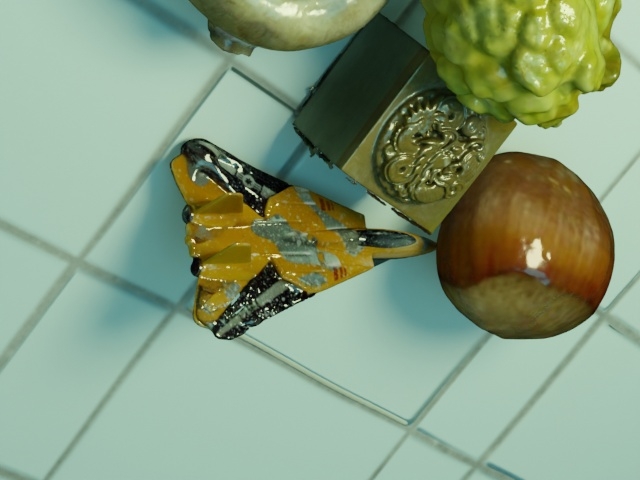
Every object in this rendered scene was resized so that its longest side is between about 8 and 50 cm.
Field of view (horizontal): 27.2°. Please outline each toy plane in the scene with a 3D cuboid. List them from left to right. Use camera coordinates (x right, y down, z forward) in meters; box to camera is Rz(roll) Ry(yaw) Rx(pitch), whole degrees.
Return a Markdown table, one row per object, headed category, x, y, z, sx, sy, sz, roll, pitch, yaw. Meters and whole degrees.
| category | x | y | z | sx | sy | sz | roll | pitch | yaw |
| --- | --- | --- | --- | --- | --- | --- | --- | --- | --- |
| toy plane | -0.008 | 0.004 | 1.357 | 0.316 | 0.204 | 0.103 | 6 | 158 | -45 |

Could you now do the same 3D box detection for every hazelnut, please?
| category | x | y | z | sx | sy | sz | roll | pitch | yaw |
| --- | --- | --- | --- | --- | --- | --- | --- | --- | --- |
| hazelnut | 0.223 | 0.006 | 1.422 | 0.214 | 0.176 | 0.214 | -7 | 99 | -46 |

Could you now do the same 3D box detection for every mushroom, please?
| category | x | y | z | sx | sy | sz | roll | pitch | yaw |
| --- | --- | --- | --- | --- | --- | --- | --- | --- | --- |
| mushroom | -0.023 | -0.274 | 1.138 | 0.255 | 0.184 | 0.255 | -16 | 122 | -26 |

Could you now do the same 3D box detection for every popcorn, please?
| category | x | y | z | sx | sy | sz | roll | pitch | yaw |
| --- | --- | --- | --- | --- | --- | --- | --- | --- | --- |
| popcorn | 0.177 | -0.249 | 1.170 | 0.225 | 0.173 | 0.286 | 35 | 59 | -64 |

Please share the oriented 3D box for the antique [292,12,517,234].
| category | x | y | z | sx | sy | sz | roll | pitch | yaw |
| --- | --- | --- | --- | --- | --- | --- | --- | --- | --- |
| antique | 0.083 | -0.111 | 1.302 | 0.146 | 0.148 | 0.152 | 31 | 100 | -37 |
